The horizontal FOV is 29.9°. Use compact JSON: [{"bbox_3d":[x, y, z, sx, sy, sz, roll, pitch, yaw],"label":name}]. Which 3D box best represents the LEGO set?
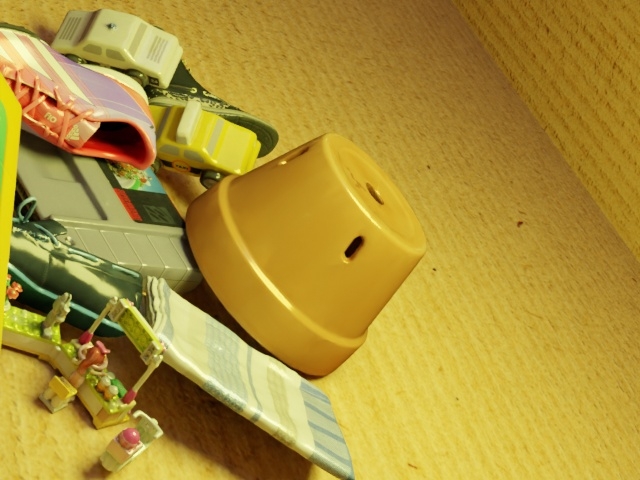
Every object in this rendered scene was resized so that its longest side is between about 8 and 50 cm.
[{"bbox_3d":[-0.261,0.093,1.200,0.287,0.107,0.132,40,24,0],"label":"LEGO set"}]

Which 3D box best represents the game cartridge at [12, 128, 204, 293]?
[{"bbox_3d":[-0.303,-0.081,1.502,0.230,0.068,0.355,2,43,-47],"label":"game cartridge"}]

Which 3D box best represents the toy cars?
[{"bbox_3d":[-0.239,-0.217,1.687,0.176,0.087,0.393,-29,64,-22],"label":"toy cars"}]

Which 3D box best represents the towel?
[{"bbox_3d":[-0.085,0.151,1.354,0.285,0.034,0.209,37,7,-15],"label":"towel"}]

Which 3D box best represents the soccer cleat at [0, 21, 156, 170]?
[{"bbox_3d":[-0.327,-0.168,1.429,0.318,0.108,0.116,16,37,-45],"label":"soccer cleat"}]

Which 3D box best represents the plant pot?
[{"bbox_3d":[0.000,0.000,1.549,0.291,0.203,0.291,44,20,-21],"label":"plant pot"}]

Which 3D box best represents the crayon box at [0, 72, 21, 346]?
[{"bbox_3d":[-0.365,-0.085,1.000,0.363,0.106,0.313,77,7,-60],"label":"crayon box"}]

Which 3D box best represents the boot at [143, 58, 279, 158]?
[{"bbox_3d":[-0.186,-0.219,1.851,0.236,0.085,0.178,11,38,-35],"label":"boot"}]

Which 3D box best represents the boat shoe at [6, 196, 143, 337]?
[{"bbox_3d":[-0.304,0.017,1.274,0.258,0.109,0.089,36,61,-36],"label":"boat shoe"}]
